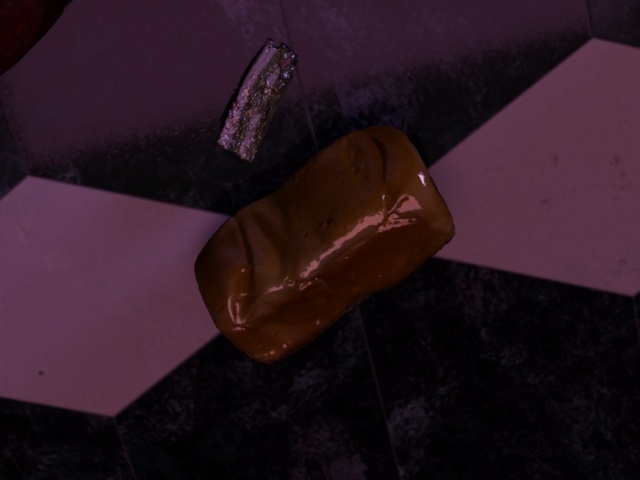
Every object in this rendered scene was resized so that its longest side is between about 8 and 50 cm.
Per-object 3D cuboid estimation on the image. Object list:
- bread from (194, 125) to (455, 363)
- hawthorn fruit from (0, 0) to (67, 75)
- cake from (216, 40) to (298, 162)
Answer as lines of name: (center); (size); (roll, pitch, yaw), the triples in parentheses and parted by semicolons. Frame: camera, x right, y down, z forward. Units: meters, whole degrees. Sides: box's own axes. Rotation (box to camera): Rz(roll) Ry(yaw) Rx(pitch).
bread: (0.000, 0.000, 1.338); (0.294, 0.167, 0.132); (-32, 133, 9)
hawthorn fruit: (-0.404, -0.265, 1.171); (0.307, 0.265, 0.265); (-21, 112, 24)
cake: (-0.071, -0.153, 1.331); (0.051, 0.055, 0.140); (25, 107, -5)
